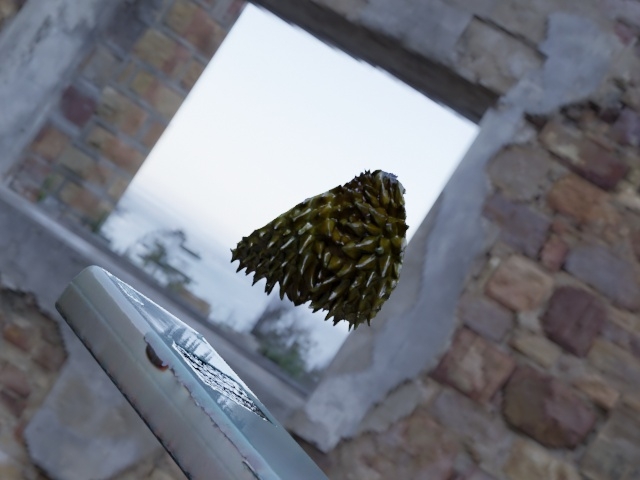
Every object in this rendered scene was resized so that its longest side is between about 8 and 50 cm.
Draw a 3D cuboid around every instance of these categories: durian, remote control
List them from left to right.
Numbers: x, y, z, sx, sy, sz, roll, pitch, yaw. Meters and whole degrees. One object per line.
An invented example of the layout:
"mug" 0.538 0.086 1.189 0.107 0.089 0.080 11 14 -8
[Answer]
"remote control" -0.044 0.144 0.786 0.344 0.050 0.145 43 1 41
"durian" 0.000 0.000 1.163 0.144 0.139 0.252 26 -26 -6
